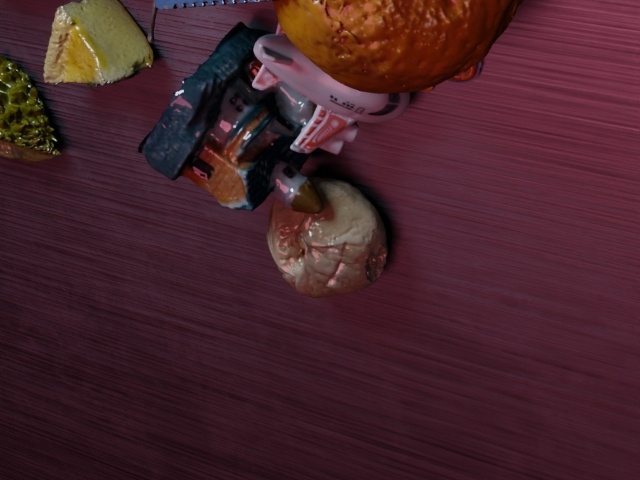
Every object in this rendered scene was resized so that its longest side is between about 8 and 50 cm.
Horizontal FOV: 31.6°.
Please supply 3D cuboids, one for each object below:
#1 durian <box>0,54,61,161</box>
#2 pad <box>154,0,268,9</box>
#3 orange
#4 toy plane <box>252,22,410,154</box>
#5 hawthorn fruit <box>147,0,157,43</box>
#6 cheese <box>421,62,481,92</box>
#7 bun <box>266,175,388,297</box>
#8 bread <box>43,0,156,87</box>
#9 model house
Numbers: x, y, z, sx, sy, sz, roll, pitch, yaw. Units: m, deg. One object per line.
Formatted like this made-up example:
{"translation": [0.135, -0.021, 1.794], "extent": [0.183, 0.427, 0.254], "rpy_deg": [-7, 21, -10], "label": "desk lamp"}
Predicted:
{"translation": [-0.655, -0.267, 2.154], "extent": [0.394, 0.163, 0.198], "rpy_deg": [17, 164, 27], "label": "durian"}
{"translation": [-0.130, -0.433, 1.438], "extent": [0.269, 0.012, 0.270], "rpy_deg": [10, 101, 44], "label": "pad"}
{"translation": [0.093, -0.362, 1.478], "extent": [0.293, 0.340, 0.340], "rpy_deg": [-132, 27, -62], "label": "orange"}
{"translation": [0.018, -0.245, 1.682], "extent": [0.252, 0.118, 0.252], "rpy_deg": [-3, 113, -8], "label": "toy plane"}
{"translation": [-0.177, -0.462, 1.628], "extent": [0.235, 0.263, 0.231], "rpy_deg": [48, 131, 19], "label": "hawthorn fruit"}
{"translation": [0.190, -0.249, 1.678], "extent": [0.111, 0.017, 0.047], "rpy_deg": [-15, 106, 37], "label": "cheese"}
{"translation": [0.000, 0.000, 1.867], "extent": [0.220, 0.134, 0.220], "rpy_deg": [16, 122, 27], "label": "bun"}
{"translation": [-0.372, -0.299, 1.911], "extent": [0.160, 0.140, 0.169], "rpy_deg": [43, 136, 16], "label": "bread"}
{"translation": [-0.093, -0.157, 1.766], "extent": [0.291, 0.253, 0.184], "rpy_deg": [40, 130, -4], "label": "model house"}
